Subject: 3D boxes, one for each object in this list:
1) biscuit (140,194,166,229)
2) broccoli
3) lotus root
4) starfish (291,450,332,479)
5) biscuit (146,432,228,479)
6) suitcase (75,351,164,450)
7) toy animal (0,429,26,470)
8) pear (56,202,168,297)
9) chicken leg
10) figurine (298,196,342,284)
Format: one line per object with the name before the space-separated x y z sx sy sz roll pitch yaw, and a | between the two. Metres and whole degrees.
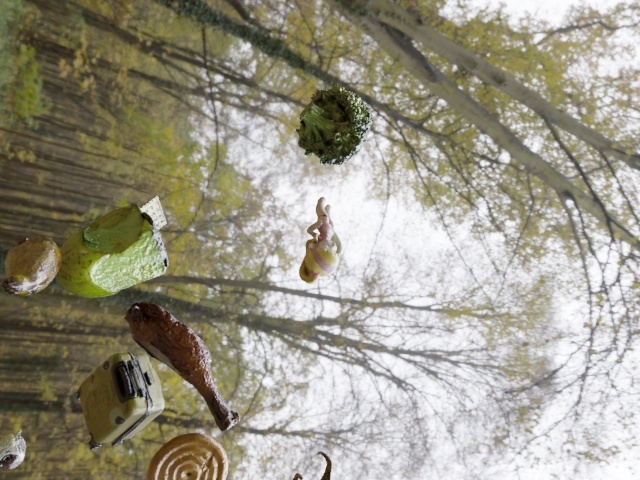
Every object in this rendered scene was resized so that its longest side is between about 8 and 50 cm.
biscuit | -0.611 -0.038 1.726 0.016 0.231 0.139 24 -39 22
broccoli | 0.032 -0.287 1.309 0.226 0.176 0.197 -81 -165 -74
lotus root | -0.564 0.060 1.009 0.108 0.095 0.190 -51 -149 6
starfish | -0.023 0.551 1.107 0.146 0.074 0.190 -42 -175 19
biscuit | -0.356 0.610 1.446 0.033 0.225 0.144 9 -98 64
suitcase | -0.539 0.431 1.416 0.235 0.143 0.193 -41 -120 20
toy animal | -0.881 0.599 1.484 0.137 0.098 0.098 -38 146 -80
pear | -0.560 0.024 1.337 0.238 0.256 0.163 31 -43 45
chicken leg | -0.344 0.304 1.293 0.407 0.096 0.158 44 -50 10
figurine | 0.000 0.000 0.996 0.083 0.083 0.187 -43 -145 43
